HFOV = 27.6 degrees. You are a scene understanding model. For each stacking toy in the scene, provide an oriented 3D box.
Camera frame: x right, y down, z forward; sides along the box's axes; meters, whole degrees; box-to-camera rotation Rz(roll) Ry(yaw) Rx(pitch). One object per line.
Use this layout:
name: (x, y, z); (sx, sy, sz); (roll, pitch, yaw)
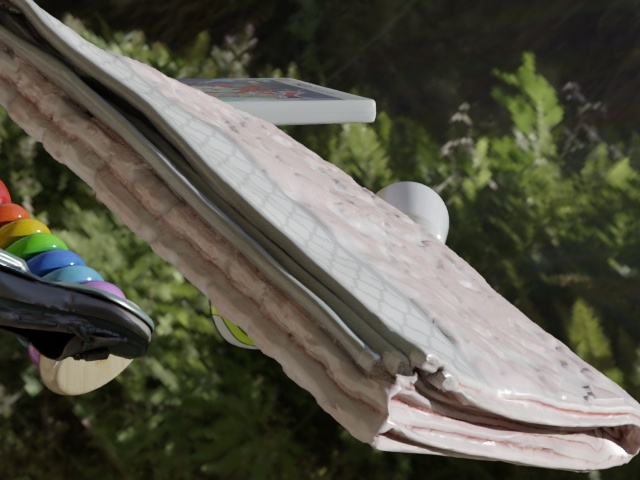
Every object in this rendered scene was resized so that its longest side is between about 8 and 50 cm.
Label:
stacking toy: (-0.359, 0.034, 1.594); (0.330, 0.141, 0.141); (44, -27, 28)

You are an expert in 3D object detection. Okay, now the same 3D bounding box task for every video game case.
video game case: (-0.081, -0.123, 1.139); (0.183, 0.201, 0.023); (-153, -118, -62)

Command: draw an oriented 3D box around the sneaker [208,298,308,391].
sneaker: (0.002, 0.071, 1.270); (0.121, 0.111, 0.300); (-8, -28, 33)

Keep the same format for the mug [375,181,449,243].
mug: (0.057, 0.003, 0.919); (0.062, 0.078, 0.064); (32, 16, -9)

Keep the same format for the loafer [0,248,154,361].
loafer: (-0.273, 0.080, 1.255); (0.096, 0.084, 0.267); (-19, -33, 36)

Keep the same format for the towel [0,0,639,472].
towel: (0.000, 0.000, 0.699); (0.332, 0.053, 0.317); (41, 10, 30)
